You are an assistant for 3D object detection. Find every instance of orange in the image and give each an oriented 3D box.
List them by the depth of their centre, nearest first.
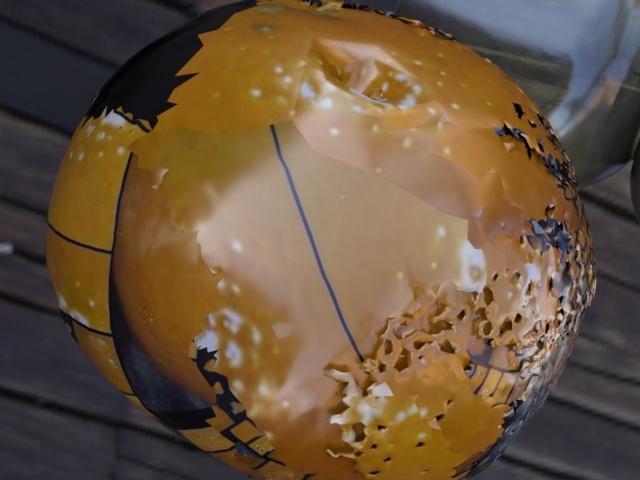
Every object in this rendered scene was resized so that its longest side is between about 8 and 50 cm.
[{"bbox_3d":[0.000,0.000,0.834,0.234,0.182,0.234,13,44,-13],"label":"orange"}]

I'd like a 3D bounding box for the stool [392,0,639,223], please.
[{"bbox_3d":[0.187,-0.107,1.285,0.179,0.264,0.179,-58,167,-23],"label":"stool"}]
